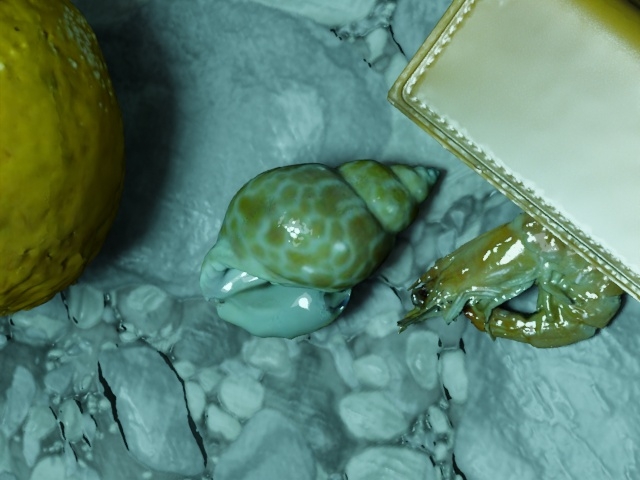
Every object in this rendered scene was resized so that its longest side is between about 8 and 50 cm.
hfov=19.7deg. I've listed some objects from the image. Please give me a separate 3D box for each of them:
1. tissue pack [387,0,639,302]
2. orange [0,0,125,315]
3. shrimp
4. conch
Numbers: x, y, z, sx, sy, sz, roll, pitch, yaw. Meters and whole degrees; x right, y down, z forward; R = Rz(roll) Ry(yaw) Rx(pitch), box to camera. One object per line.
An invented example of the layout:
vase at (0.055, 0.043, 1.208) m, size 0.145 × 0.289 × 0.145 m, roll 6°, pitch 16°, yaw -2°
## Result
tissue pack at (0.212, -0.061, 1.172) m, size 0.274 × 0.194 × 0.145 m, roll 39°, pitch 108°, yaw 19°
orange at (-0.312, -0.079, 1.354) m, size 0.341 × 0.341 × 0.293 m, roll -9°, pitch 88°, yaw 27°
shrimp at (0.136, 0.035, 1.307) m, size 0.180 × 0.041 × 0.099 m, roll -21°, pitch 98°, yaw 24°
conch at (-0.014, -0.002, 1.342) m, size 0.116 × 0.106 × 0.173 m, roll 36°, pitch 128°, yaw -2°
